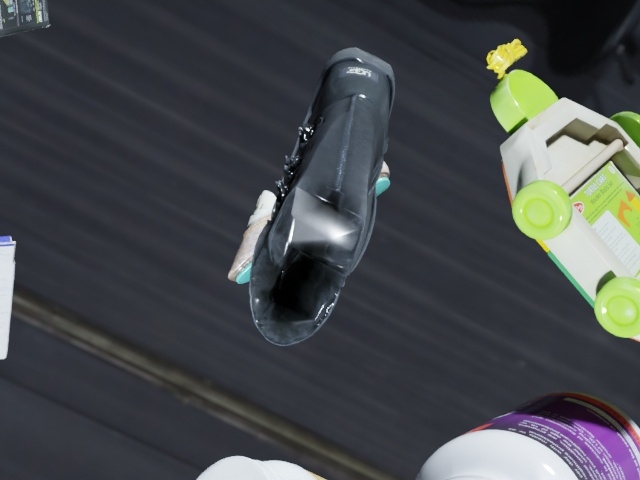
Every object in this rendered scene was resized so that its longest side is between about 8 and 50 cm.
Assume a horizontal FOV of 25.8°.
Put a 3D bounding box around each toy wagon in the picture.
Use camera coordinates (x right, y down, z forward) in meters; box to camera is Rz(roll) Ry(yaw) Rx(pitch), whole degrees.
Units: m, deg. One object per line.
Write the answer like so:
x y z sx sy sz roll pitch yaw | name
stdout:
0.276 -0.051 1.401 0.068 0.344 0.267 -44 -6 36 | toy wagon

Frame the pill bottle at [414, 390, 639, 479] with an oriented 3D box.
0.199 0.256 1.342 0.181 0.181 0.323 -58 -21 19 | pill bottle

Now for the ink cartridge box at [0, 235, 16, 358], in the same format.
-0.504 0.070 1.870 0.371 0.175 0.069 119 145 -61 | ink cartridge box

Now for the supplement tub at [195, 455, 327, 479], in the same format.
-0.031 0.442 1.953 0.228 0.316 0.228 -26 48 33 | supplement tub

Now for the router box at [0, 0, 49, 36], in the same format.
-0.362 -0.297 1.601 0.092 0.038 0.123 -25 -60 -50 | router box

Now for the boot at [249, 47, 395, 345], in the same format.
0.000 -0.002 1.796 0.445 0.146 0.367 -81 -1 -59 | boot

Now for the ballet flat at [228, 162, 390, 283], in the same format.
-0.036 -0.051 2.283 0.316 0.106 0.107 -33 -17 -6 | ballet flat
